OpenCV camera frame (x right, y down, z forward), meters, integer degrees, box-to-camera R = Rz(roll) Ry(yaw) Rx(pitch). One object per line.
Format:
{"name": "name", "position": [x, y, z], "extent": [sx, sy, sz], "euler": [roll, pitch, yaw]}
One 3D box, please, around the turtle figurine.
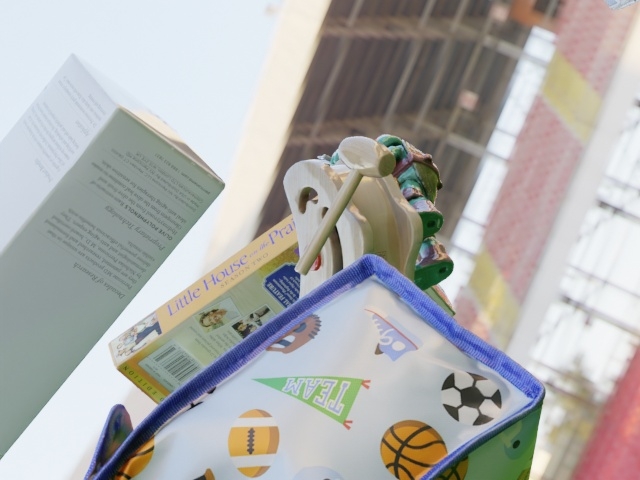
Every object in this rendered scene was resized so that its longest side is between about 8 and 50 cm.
{"name": "turtle figurine", "position": [0.084, -0.058, 1.907], "extent": [0.118, 0.234, 0.175], "euler": [-35, -49, 7]}

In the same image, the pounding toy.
{"name": "pounding toy", "position": [0.000, 0.000, 1.705], "extent": [0.155, 0.154, 0.270], "euler": [-10, -57, -33]}

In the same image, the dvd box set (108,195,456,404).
{"name": "dvd box set", "position": [-0.051, 0.127, 2.384], "extent": [0.420, 0.062, 0.307], "euler": [-35, -48, 9]}

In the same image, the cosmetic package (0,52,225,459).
{"name": "cosmetic package", "position": [-0.289, 0.014, 1.666], "extent": [0.155, 0.197, 0.365], "euler": [36, -84, -32]}

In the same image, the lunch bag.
{"name": "lunch bag", "position": [-0.039, 0.250, 1.286], "extent": [0.385, 0.239, 0.328], "euler": [-36, -35, -26]}

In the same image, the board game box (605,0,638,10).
{"name": "board game box", "position": [0.237, -0.369, 1.631], "extent": [0.053, 0.305, 0.193], "euler": [-38, 3, 0]}
